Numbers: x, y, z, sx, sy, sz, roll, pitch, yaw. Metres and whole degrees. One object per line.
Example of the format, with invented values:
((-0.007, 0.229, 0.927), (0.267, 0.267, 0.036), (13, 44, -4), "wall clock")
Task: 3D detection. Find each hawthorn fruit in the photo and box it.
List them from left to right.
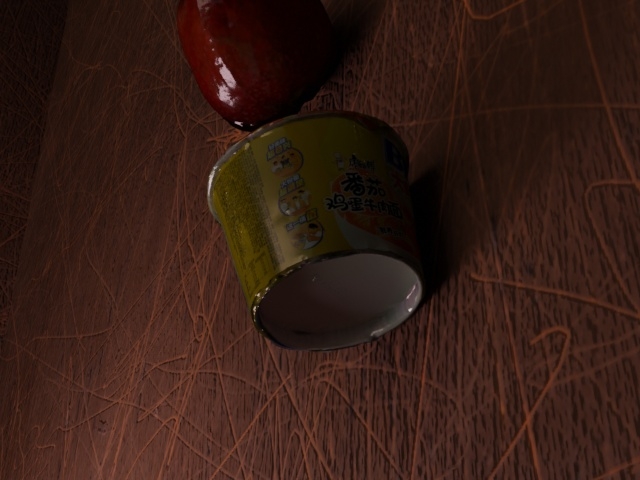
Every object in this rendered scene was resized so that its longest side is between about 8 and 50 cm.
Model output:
((-0.087, -0.261, 1.218), (0.189, 0.251, 0.189), (-27, 17, 9), "hawthorn fruit")

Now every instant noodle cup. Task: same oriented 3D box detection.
((0.000, 0.000, 0.938), (0.205, 0.205, 0.153), (-48, 40, 38), "instant noodle cup")
